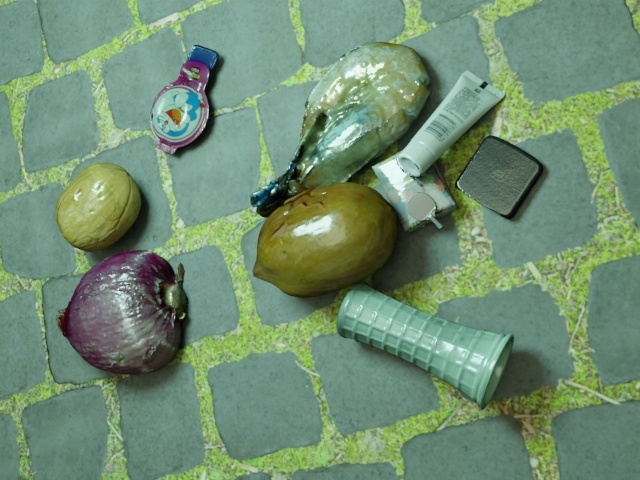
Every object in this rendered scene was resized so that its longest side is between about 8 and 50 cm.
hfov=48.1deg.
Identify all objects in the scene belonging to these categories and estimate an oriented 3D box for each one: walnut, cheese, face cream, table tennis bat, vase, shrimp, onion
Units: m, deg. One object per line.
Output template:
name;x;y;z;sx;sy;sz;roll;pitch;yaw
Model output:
walnut;0.000;0.000;1.340;0.298;0.203;0.203;-22;77;10
walnut;-0.479;-0.073;1.557;0.165;0.165;0.197;43;92;19
cheese;-0.296;-0.307;1.563;0.155;0.062;0.244;25;93;23
face cream;0.235;-0.217;1.329;0.092;0.058;0.243;38;73;18
table tennis bat;0.194;-0.052;1.318;0.050;0.007;0.083;-44;73;11
vase;0.182;0.178;1.300;0.299;0.143;0.143;22;92;24
shrimp;0.024;-0.214;1.417;0.446;0.110;0.221;-45;66;7
onion;-0.466;0.161;1.527;0.349;0.159;0.267;-15;77;18

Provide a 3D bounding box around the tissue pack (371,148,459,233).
tissue pack;0.180;-0.102;1.364;0.109;0.060;0.148;-29;74;17

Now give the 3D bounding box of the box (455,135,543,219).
box;0.331;-0.119;1.330;0.126;0.027;0.125;35;94;21
